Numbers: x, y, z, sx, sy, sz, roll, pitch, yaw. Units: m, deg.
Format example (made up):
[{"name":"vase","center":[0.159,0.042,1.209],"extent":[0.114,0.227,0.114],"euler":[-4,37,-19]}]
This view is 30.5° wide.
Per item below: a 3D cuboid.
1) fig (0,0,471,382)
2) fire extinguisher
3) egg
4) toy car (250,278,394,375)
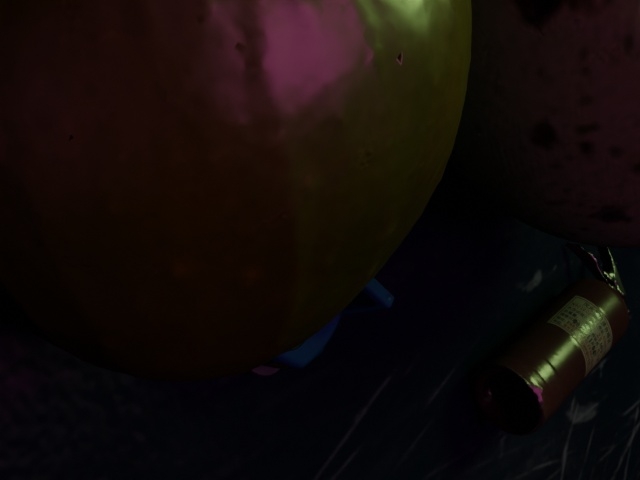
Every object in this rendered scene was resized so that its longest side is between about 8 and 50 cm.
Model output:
[{"name":"fig","center":[-0.075,-0.067,0.597],"extent":[0.316,0.316,0.316],"euler":[-4,95,-47]},{"name":"fire extinguisher","center":[0.221,0.076,1.071],"extent":[0.231,0.071,0.099],"euler":[-38,91,-40]},{"name":"egg","center":[0.210,-0.144,0.878],"extent":[0.379,0.287,0.287],"euler":[40,64,-37]},{"name":"toy car","center":[0.000,0.000,0.797],"extent":[0.097,0.100,0.191],"euler":[43,66,-44]}]
